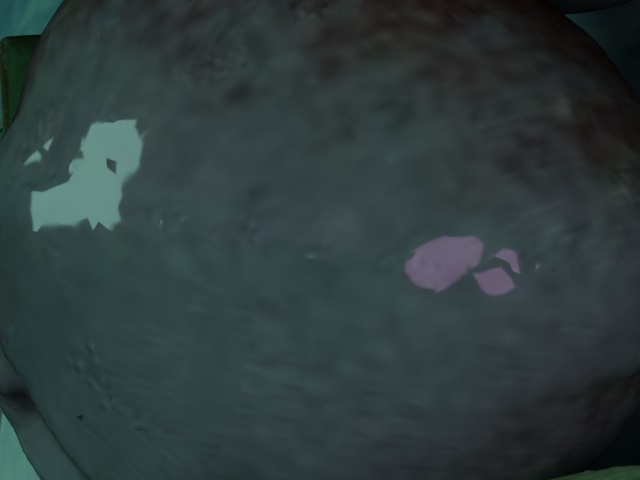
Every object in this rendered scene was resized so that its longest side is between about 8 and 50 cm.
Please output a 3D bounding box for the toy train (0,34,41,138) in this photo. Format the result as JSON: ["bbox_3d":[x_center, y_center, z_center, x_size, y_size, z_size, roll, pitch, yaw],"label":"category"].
[{"bbox_3d":[-0.183,-0.039,1.435,0.159,0.129,0.326,99,166,-48],"label":"toy train"}]

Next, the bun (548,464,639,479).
[{"bbox_3d":[0.094,0.219,0.750,0.273,0.168,0.273,-32,47,42],"label":"bun"}]

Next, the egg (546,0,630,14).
[{"bbox_3d":[0.126,-0.201,0.936,0.232,0.176,0.176,-29,49,58],"label":"egg"}]

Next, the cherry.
[{"bbox_3d":[-0.004,0.013,0.889,0.335,0.291,0.326,36,100,25],"label":"cherry"}]
